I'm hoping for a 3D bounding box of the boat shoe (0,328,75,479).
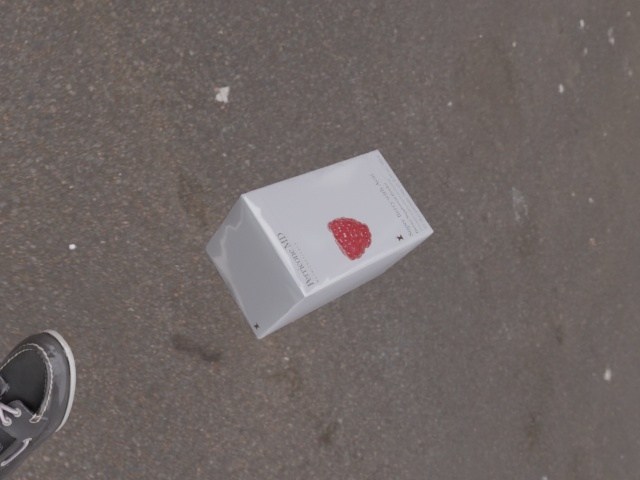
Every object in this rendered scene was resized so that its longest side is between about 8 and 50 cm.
[{"bbox_3d":[-0.431,0.252,0.772,0.112,0.335,0.095,45,27,10],"label":"boat shoe"}]

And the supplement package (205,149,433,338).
[{"bbox_3d":[0.000,0.000,0.934,0.293,0.175,0.177,-24,77,-39],"label":"supplement package"}]
